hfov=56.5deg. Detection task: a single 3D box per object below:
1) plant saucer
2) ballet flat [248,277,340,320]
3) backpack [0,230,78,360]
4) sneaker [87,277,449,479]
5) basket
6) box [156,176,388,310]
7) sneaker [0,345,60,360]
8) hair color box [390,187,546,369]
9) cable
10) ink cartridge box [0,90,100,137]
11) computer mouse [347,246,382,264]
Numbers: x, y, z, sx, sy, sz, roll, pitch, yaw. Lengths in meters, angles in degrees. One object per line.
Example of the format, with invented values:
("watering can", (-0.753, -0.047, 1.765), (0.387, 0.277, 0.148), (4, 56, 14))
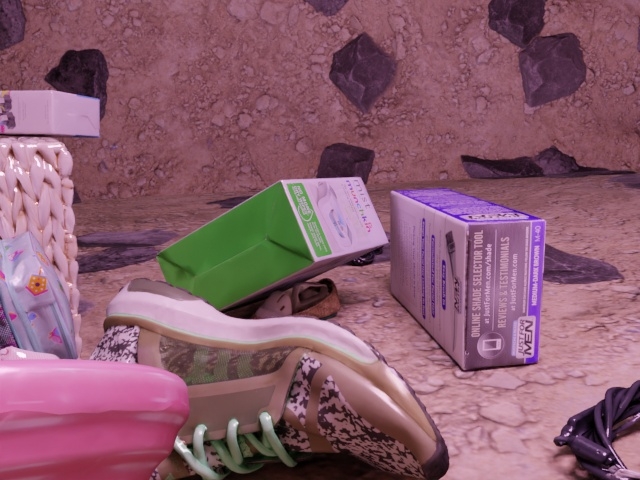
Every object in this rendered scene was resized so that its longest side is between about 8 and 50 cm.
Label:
("plant saucer", (-0.245, 0.153, 0.360), (0.332, 0.084, 0.332), (-11, -20, -4))
("ballet flat", (-0.047, 0.101, 0.895), (0.073, 0.067, 0.206), (7, 16, 37))
("backpack", (-0.321, 0.088, 0.585), (0.144, 0.188, 0.166), (-11, 23, -29))
("sneaker", (-0.086, 0.168, 0.546), (0.410, 0.158, 0.182), (7, 47, 34))
("basket", (-0.471, 0.023, 0.772), (0.266, 0.328, 0.331), (-5, 10, -29))
("box", (-0.070, 0.009, 0.915), (0.262, 0.127, 0.231), (-27, -8, 30))
("sneaker", (-0.280, 0.127, 0.493), (0.134, 0.070, 0.051), (-6, -19, -21))
("hair color box", (0.194, 0.033, 0.869), (0.110, 0.185, 0.339), (-3, 12, -7))
("cable", (0.307, 0.173, 0.511), (0.184, 0.047, 0.150), (-9, 13, -28))
("ink cartridge box", (-0.432, -0.184, 0.873), (0.181, 0.062, 0.104), (4, 7, 16))
("computer mouse", (0.000, 0.000, 1.352), (0.272, 0.072, 0.188), (1, 13, 17))
